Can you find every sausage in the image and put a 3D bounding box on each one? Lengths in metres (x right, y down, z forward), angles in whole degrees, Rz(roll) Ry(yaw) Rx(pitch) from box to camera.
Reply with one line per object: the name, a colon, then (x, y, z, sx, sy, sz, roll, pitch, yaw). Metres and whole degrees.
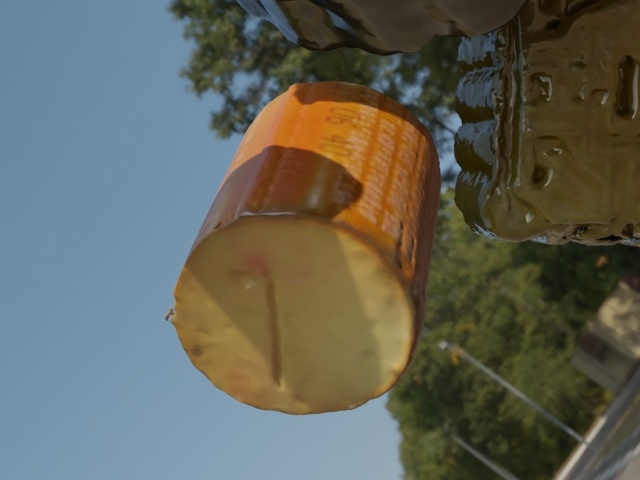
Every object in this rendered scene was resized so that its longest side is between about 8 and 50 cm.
sausage: (0.000, 0.000, 1.101, 0.287, 0.233, 0.233, -74, 8, -56)

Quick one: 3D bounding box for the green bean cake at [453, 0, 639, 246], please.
green bean cake: (0.217, -0.105, 0.814, 0.131, 0.224, 0.229, -122, 32, -82)

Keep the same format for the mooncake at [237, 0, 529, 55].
mooncake: (0.030, -0.279, 0.639, 0.324, 0.324, 0.187, -55, -31, 6)
